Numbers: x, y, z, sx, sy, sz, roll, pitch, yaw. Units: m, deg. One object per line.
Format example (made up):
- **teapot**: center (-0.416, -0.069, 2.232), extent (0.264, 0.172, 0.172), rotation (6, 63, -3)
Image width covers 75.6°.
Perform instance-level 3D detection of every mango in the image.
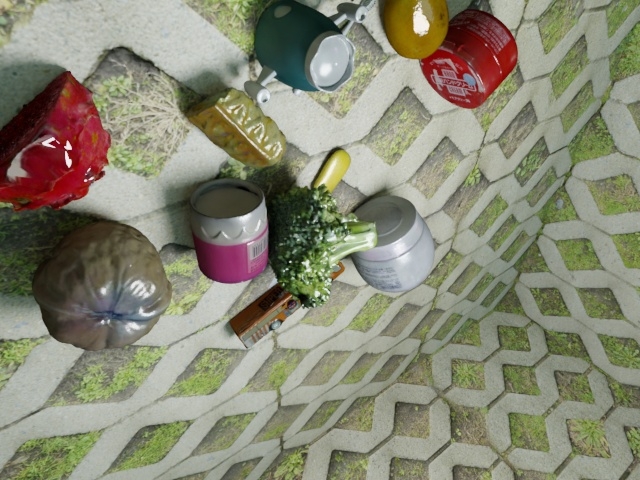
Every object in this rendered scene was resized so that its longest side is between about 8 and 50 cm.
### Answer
- **mango**: center (0.222, -0.533, 0.974), extent (0.151, 0.121, 0.221), rotation (-22, 146, 15)

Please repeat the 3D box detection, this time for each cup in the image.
- **cup**: center (-0.022, -0.381, 0.839), extent (0.299, 0.173, 0.167), rotation (-43, 144, -7)

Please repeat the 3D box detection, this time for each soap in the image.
- **soap**: center (0.027, -0.181, 1.179), extent (0.089, 0.033, 0.169), rotation (25, 104, -50)

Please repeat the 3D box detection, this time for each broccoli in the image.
- **broccoli**: center (-0.023, 0.010, 1.110), extent (0.317, 0.277, 0.339), rotation (11, 121, -41)

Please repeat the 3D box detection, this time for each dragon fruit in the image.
- **dragon fruit**: center (-0.454, -0.131, 0.675), extent (0.261, 0.189, 0.163), rotation (-42, 112, -1)

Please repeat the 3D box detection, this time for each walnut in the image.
- **walnut**: center (-0.425, 0.086, 0.818), extent (0.248, 0.248, 0.248), rotation (-26, 138, -26)

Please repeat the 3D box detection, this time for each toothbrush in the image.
- **toothbrush**: center (0.033, -0.450, 0.953), extent (0.286, 0.025, 0.020), rotation (-50, 143, 5)

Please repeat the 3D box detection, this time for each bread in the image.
- **bread**: center (-0.165, -0.229, 0.886), extent (0.128, 0.088, 0.232), rotation (-28, 150, 20)

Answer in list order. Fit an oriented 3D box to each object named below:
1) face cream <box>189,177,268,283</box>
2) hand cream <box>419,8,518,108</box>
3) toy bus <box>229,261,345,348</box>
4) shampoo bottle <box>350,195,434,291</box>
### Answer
- **face cream**: center (-0.211, -0.023, 0.969), extent (0.175, 0.175, 0.195), rotation (-22, 136, -30)
- **hand cream**: center (0.399, -0.488, 1.117), extent (0.149, 0.230, 0.230), rotation (-50, 143, -1)
- **toy bus**: center (-0.101, 0.181, 1.330), extent (0.408, 0.093, 0.092), rotation (-38, 135, -13)
- **shampoo bottle**: center (0.230, 0.015, 1.357), extent (0.273, 0.273, 0.266), rotation (-38, 132, -13)
